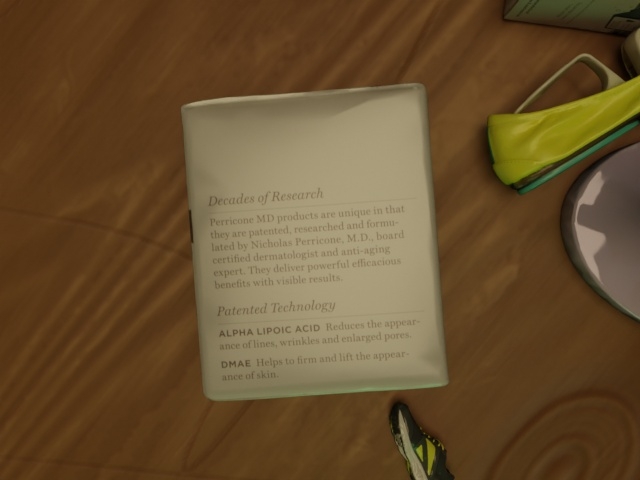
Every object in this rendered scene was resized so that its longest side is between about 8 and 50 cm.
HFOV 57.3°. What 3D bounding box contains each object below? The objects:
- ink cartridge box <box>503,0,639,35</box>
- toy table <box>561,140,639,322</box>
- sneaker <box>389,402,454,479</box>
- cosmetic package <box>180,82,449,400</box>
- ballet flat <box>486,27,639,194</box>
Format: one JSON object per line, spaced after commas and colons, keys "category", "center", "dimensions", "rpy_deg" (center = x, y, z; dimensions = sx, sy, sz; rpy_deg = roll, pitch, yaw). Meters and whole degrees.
{"category": "ink cartridge box", "center": [0.249, -0.233, 0.436], "dimensions": [0.191, 0.082, 0.139], "rpy_deg": [8, 92, 3]}
{"category": "toy table", "center": [0.330, 0.003, 0.402], "dimensions": [0.274, 0.161, 0.252], "rpy_deg": [2, 92, 3]}
{"category": "sneaker", "center": [0.084, 0.170, 0.485], "dimensions": [0.035, 0.031, 0.083], "rpy_deg": [-21, 95, -11]}
{"category": "cosmetic package", "center": [0.000, 0.000, 0.419], "dimensions": [0.152, 0.151, 0.183], "rpy_deg": [-5, 91, 3]}
{"category": "ballet flat", "center": [0.234, -0.116, 0.445], "dimensions": [0.231, 0.077, 0.077], "rpy_deg": [-26, 84, 5]}
